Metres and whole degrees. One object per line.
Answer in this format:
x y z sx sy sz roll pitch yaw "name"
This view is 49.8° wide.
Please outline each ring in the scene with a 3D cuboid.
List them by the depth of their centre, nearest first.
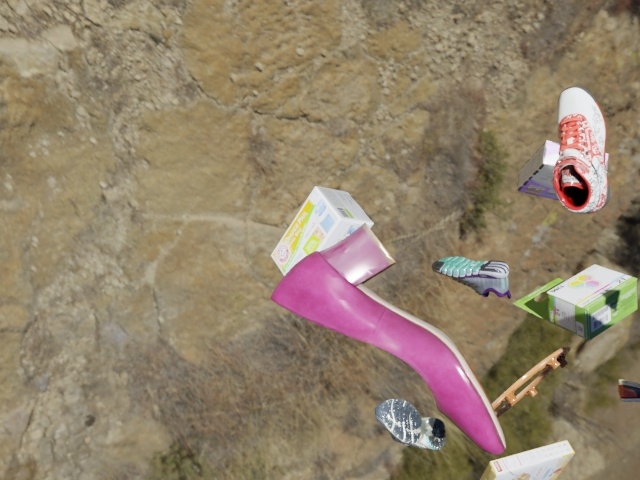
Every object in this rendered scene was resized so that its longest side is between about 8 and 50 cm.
0.502 0.384 1.723 0.336 0.032 0.336 -33 154 -18 "ring"

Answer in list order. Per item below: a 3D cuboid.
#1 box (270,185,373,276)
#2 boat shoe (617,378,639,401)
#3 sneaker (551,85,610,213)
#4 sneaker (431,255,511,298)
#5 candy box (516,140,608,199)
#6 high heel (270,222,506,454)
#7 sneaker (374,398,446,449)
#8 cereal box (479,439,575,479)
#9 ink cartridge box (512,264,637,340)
0.000 0.000 1.487 0.103 0.114 0.203 7 126 -44 "box"
0.634 0.283 1.303 0.137 0.043 0.049 -3 167 8 "boat shoe"
0.526 -0.186 1.410 0.145 0.090 0.270 -13 93 -52 "sneaker"
0.384 0.102 1.775 0.083 0.224 0.098 -29 113 -36 "sneaker"
0.633 -0.176 1.812 0.196 0.165 0.070 105 -2 -73 "candy box"
0.096 0.170 0.984 0.181 0.377 0.127 -36 163 5 "high heel"
0.228 0.528 1.929 0.122 0.110 0.283 -18 139 39 "sneaker"
0.554 0.629 1.877 0.240 0.047 0.173 -11 139 -14 "cereal box"
0.653 0.136 1.790 0.189 0.255 0.097 -25 117 -24 "ink cartridge box"
